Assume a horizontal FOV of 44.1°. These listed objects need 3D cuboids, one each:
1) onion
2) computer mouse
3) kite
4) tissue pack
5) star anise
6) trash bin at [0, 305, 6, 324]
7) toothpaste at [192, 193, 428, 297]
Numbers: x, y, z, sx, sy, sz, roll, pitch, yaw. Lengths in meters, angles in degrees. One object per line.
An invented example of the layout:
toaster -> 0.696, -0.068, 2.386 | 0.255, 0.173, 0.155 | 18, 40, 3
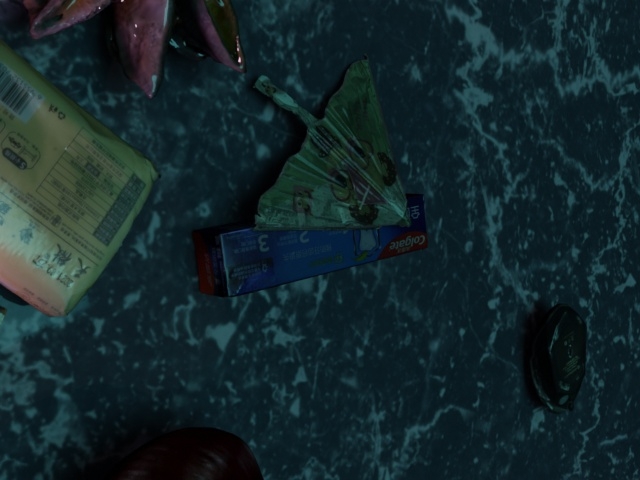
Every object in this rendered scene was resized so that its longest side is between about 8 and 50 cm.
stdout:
onion -> -0.171, 0.322, 0.798 | 0.273, 0.285, 0.272 | 2, 90, -77
computer mouse -> 0.385, 0.191, 1.298 | 0.106, 0.062, 0.192 | -21, 112, -37
kite -> 0.022, -0.104, 0.965 | 0.268, 0.013, 0.323 | 43, 55, -16
tissue pack -> -0.278, -0.057, 0.733 | 0.222, 0.090, 0.186 | 42, 66, -34
star anise -> -0.180, -0.299, 0.779 | 0.332, 0.118, 0.331 | 6, 81, -37
trash bin -> -0.346, 0.072, 0.720 | 0.092, 0.043, 0.060 | 28, 76, -33
toothpaste -> 0.000, -0.001, 0.974 | 0.321, 0.066, 0.076 | -12, 100, -38
